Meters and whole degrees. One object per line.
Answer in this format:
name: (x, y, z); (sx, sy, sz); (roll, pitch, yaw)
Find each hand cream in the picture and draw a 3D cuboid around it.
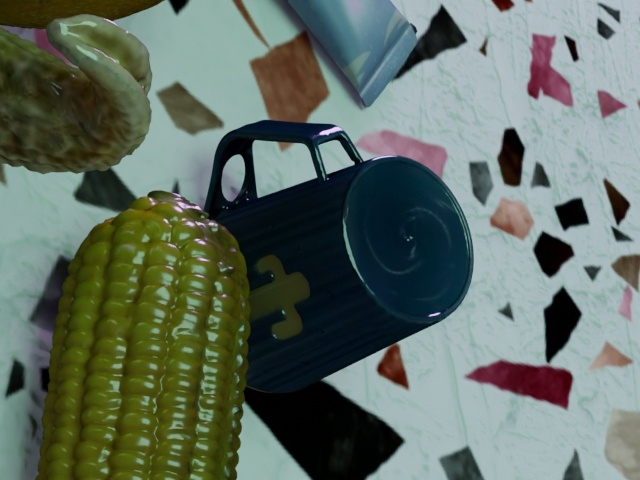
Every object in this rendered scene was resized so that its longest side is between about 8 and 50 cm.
hand cream: (-0.021, -0.216, 1.177); (0.256, 0.055, 0.088); (51, 50, -22)

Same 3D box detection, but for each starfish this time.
starfish: (-0.270, -0.197, 0.810); (0.432, 0.324, 0.082); (64, 33, -8)

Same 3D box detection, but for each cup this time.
cup: (0.000, 0.000, 1.038); (0.131, 0.155, 0.176); (-26, 93, -42)

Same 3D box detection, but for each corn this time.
corn: (-0.108, 0.143, 0.927); (0.120, 0.120, 0.363); (20, 66, -33)

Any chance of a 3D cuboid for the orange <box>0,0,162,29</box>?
orange: (-0.157, -0.254, 0.931); (0.274, 0.274, 0.274); (15, 66, -35)
